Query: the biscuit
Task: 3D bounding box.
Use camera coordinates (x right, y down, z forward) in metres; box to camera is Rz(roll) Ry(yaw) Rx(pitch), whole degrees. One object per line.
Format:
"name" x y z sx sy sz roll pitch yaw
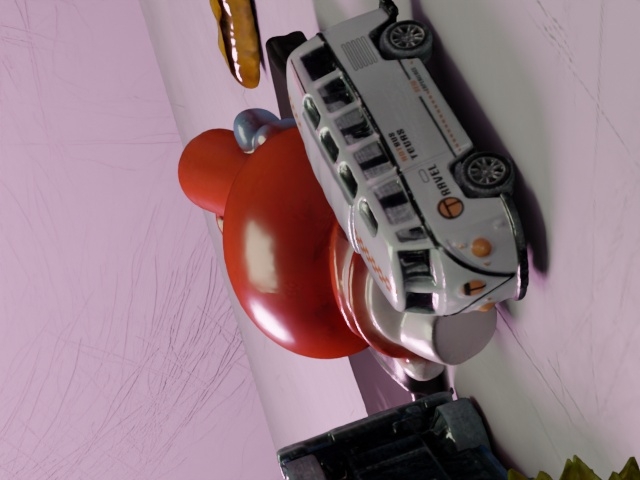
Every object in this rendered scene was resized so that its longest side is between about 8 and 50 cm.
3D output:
"biscuit" -0.105 -0.268 1.536 0.174 0.039 0.183 80 169 -58

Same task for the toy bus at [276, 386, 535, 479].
"toy bus" 0.083 0.242 1.023 0.312 0.152 0.190 -131 24 -71

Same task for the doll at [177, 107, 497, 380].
"doll" 0.000 0.000 1.002 0.290 0.130 0.161 24 134 53

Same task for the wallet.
"wallet" 0.037 0.030 1.211 0.197 0.051 0.377 -125 16 -55

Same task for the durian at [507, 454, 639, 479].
"durian" 0.117 0.238 0.601 0.291 0.224 0.291 14 -90 -83

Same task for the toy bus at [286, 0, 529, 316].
"toy bus" 0.045 -0.040 0.844 0.087 0.089 0.194 81 167 -51
